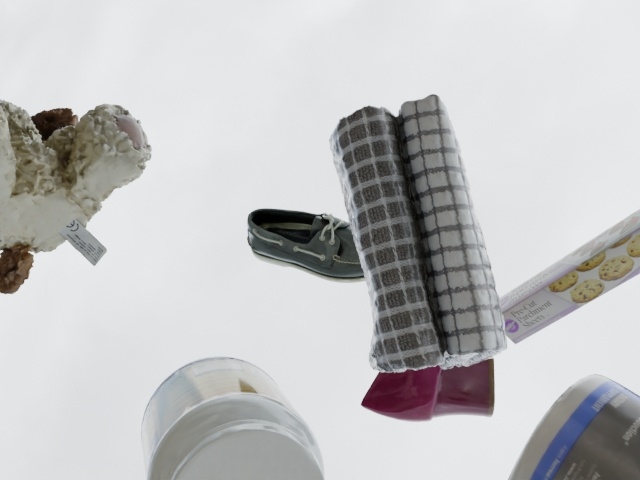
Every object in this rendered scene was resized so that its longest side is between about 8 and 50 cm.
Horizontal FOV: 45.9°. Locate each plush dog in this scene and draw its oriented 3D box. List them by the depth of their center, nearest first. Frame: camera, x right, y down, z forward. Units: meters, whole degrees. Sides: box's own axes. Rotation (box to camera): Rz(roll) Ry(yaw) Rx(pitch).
[{"bbox_3d":[-0.353,-0.083,0.832,0.225,0.262,0.210,38,-65,39],"label":"plush dog"}]

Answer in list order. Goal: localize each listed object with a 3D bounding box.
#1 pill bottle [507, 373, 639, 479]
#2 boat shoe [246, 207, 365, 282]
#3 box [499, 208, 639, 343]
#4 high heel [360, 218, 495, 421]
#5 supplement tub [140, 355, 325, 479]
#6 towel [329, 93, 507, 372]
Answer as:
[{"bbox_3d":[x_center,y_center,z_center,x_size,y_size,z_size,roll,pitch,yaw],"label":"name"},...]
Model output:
[{"bbox_3d":[0.148,0.119,0.293,0.137,0.078,0.078,32,-90,34],"label":"pill bottle"},{"bbox_3d":[0.000,0.000,1.447,0.319,0.099,0.116,8,-132,23],"label":"boat shoe"},{"bbox_3d":[0.401,0.054,1.155,0.324,0.067,0.063,-40,-171,39],"label":"box"},{"bbox_3d":[0.154,0.084,1.121,0.181,0.127,0.377,2,-130,3],"label":"high heel"},{"bbox_3d":[-0.124,0.299,1.026,0.228,0.228,0.316,-61,-165,-3],"label":"supplement tub"},{"bbox_3d":[0.085,0.015,0.748,0.121,0.283,0.235,-13,-102,2],"label":"towel"}]
